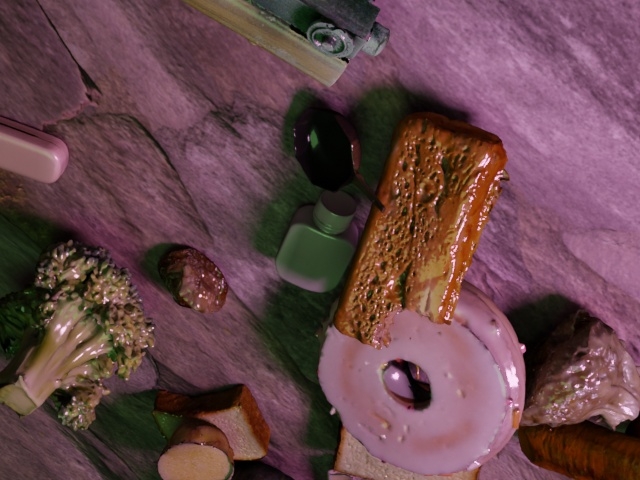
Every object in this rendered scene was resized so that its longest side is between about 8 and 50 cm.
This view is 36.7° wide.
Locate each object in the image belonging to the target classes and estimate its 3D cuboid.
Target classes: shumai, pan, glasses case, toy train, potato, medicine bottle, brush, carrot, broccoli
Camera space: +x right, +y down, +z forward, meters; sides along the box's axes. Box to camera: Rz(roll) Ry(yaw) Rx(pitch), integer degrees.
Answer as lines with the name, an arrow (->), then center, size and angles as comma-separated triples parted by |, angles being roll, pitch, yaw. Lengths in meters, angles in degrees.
shumai -> 0.456, 0.255, 1.652 | 0.218, 0.189, 0.256 | 23, 143, -8
pan -> 0.035, -0.112, 1.479 | 0.202, 0.048, 0.128 | 61, 144, 10
glasses case -> -0.525, -0.160, 1.630 | 0.196, 0.050, 0.083 | 21, 129, -4
toy train -> -0.051, -0.337, 1.337 | 0.307, 0.126, 0.189 | 28, 163, -11
potato -> -0.253, 0.431, 1.966 | 0.164, 0.081, 0.200 | 13, 135, -10
medicine bottle -> 0.000, 0.000, 1.625 | 0.119, 0.069, 0.183 | 22, 133, -4
brush -> 0.048, 0.575, 2.127 | 0.060, 0.050, 0.321 | 5, 138, 6
carrot -> 0.487, 0.379, 1.725 | 0.302, 0.114, 0.114 | 8, 142, 54
shumai -> -0.242, 0.082, 1.748 | 0.123, 0.105, 0.139 | -19, 98, 31
broccoli -> -0.466, 0.181, 1.772 | 0.277, 0.317, 0.338 | 39, 159, -17

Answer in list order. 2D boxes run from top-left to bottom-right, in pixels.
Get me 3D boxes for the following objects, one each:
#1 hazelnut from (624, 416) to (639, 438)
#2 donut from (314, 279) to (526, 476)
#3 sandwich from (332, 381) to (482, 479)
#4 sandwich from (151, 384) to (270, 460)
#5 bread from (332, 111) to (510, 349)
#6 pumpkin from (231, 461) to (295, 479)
hazelnut -> 0.654, 0.381, 1.751 | 0.170, 0.160, 0.201 | -19, 162, 41
donut -> 0.174, 0.217, 1.649 | 0.382, 0.142, 0.383 | 9, 109, 27
sandwich -> 0.181, 0.385, 1.893 | 0.301, 0.099, 0.271 | 14, 127, 5
sandwich -> -0.224, 0.385, 2.015 | 0.214, 0.065, 0.186 | -9, 128, 20
bread -> 0.153, 0.001, 1.469 | 0.185, 0.109, 0.380 | 24, 109, 17
pumpkin -> -0.131, 0.609, 2.095 | 0.300, 0.207, 0.300 | 19, 138, 17
